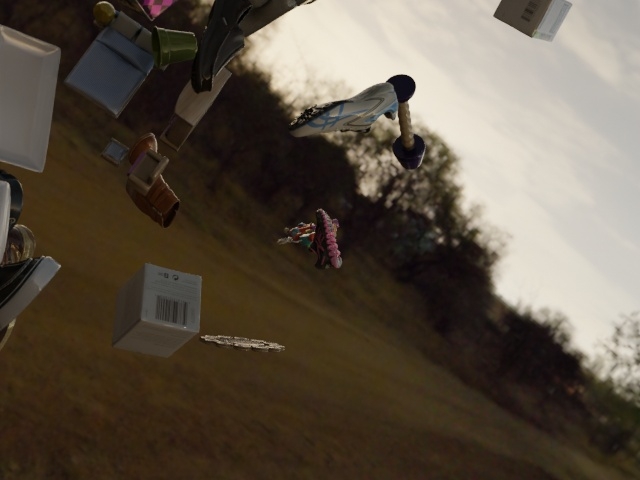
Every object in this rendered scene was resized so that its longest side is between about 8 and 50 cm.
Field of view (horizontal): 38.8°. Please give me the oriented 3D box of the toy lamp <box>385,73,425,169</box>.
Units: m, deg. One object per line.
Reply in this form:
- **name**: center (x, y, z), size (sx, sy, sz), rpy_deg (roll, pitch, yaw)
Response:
- **toy lamp**: center (0.188, -0.253, 2.022), size (0.080, 0.080, 0.275), rpy_deg (42, -14, 30)

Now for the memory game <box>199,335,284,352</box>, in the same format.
- **memory game**: center (-0.169, 0.223, 1.952), size (0.186, 0.012, 0.186), rpy_deg (8, -1, 0)

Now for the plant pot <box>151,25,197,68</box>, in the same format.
- **plant pot**: center (-0.290, -0.387, 1.811), size (0.083, 0.079, 0.083), rpy_deg (172, -90, -70)

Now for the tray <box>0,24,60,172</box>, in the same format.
- **tray**: center (-0.602, -0.279, 1.803), size (0.030, 0.271, 0.145), rpy_deg (-7, -17, 42)

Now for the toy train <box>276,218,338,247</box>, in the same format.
- **toy train**: center (-0.025, -0.003, 1.867), size (0.166, 0.125, 0.046), rpy_deg (-49, 126, -72)

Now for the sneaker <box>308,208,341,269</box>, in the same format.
- **sneaker**: center (0.000, 0.000, 1.692), size (0.047, 0.057, 0.119), rpy_deg (33, 42, -63)

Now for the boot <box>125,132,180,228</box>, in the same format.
- **boot**: center (-0.378, -0.137, 2.102), size (0.073, 0.197, 0.152), rpy_deg (-24, 56, -38)

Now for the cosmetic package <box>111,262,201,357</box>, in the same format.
- **cosmetic package**: center (-0.392, 0.171, 2.175), size (0.151, 0.183, 0.152), rpy_deg (17, 55, -29)

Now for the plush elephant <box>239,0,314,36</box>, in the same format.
- **plush elephant**: center (-0.071, -0.576, 1.721), size (0.330, 0.272, 0.255), rpy_deg (-12, -70, 58)

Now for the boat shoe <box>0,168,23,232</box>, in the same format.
- **boat shoe**: center (-0.706, -0.034, 1.800), size (0.156, 0.187, 0.500), rpy_deg (-3, -10, -32)

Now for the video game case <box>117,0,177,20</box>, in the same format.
- **video game case**: center (-0.169, -0.384, 1.175), size (0.042, 0.232, 0.210), rpy_deg (55, -10, -34)

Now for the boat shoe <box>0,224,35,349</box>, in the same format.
- **boat shoe**: center (-0.777, 0.124, 2.120), size (0.123, 0.342, 0.123), rpy_deg (27, 10, 20)

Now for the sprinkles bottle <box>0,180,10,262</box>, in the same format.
- **sprinkles bottle**: center (-0.608, -0.041, 1.223), size (0.355, 0.121, 0.121), rpy_deg (6, 13, -17)

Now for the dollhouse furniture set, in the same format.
- **dollhouse furniture set**: center (-0.381, -0.303, 1.798), size (0.303, 0.286, 0.198), rpy_deg (35, -18, -9)

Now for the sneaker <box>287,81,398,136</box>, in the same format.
- **sneaker**: center (0.049, -0.238, 1.763), size (0.085, 0.237, 0.086), rpy_deg (21, -51, 63)

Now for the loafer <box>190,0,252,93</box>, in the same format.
- **loafer**: center (-0.172, -0.358, 1.623), size (0.078, 0.220, 0.080), rpy_deg (19, -17, -11)

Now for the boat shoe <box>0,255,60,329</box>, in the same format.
- **boat shoe**: center (-0.520, 0.085, 1.379), size (0.105, 0.306, 0.113), rpy_deg (49, 37, -18)

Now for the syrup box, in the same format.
- **syrup box**: center (0.444, -0.477, 1.882), size (0.096, 0.093, 0.237), rpy_deg (34, 21, 16)
